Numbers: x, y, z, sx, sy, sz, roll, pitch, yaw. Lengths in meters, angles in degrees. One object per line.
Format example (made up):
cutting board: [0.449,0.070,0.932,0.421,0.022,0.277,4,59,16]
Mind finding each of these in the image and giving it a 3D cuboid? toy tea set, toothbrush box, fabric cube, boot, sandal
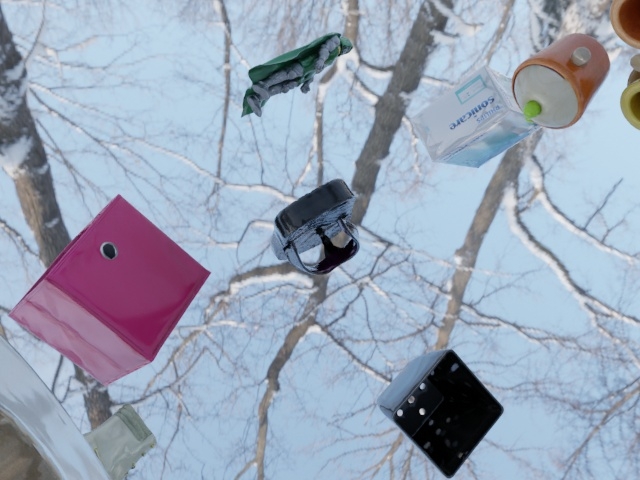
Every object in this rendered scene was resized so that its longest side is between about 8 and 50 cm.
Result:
toy tea set: [0.287,-0.235,0.745,0.124,0.336,0.200,-42,-137,-23]
toothbrush box: [0.386,-0.287,1.703,0.295,0.216,0.126,-6,-114,-56]
fabric cube: [-0.439,0.110,1.480,0.258,0.259,0.254,43,-132,-15]
boot: [-0.358,0.419,1.258,0.165,0.077,0.213,-33,-74,-48]
sandal: [-0.002,0.001,1.229,0.167,0.446,0.107,-32,-95,-1]

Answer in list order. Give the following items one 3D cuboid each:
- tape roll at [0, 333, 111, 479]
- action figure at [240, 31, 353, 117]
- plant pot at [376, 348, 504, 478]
tape roll: [-0.193,0.176,0.385,0.072,0.392,0.392,-32,-117,-8]
action figure: [-0.027,-0.288,1.175,0.063,0.137,0.232,48,-121,3]
plant pot: [0.229,0.346,1.474,0.187,0.167,0.188,-46,-77,-16]
